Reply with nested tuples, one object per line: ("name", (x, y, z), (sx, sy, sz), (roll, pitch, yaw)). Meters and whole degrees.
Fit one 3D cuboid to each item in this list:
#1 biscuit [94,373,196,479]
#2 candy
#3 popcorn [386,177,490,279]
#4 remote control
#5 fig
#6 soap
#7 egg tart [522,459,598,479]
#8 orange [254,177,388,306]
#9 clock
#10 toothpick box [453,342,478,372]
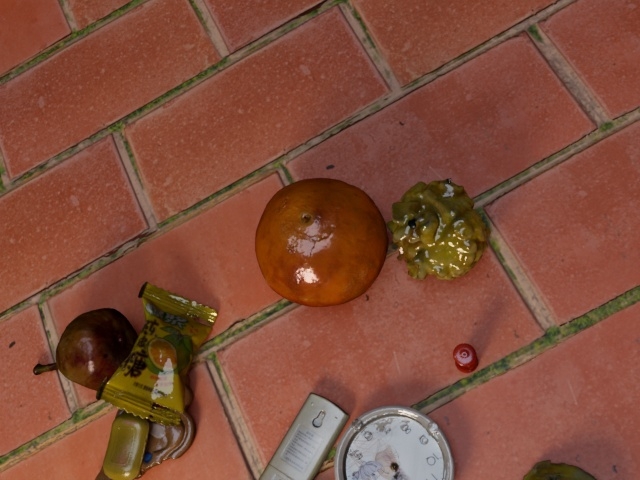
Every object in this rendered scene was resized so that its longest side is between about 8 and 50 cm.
("biscuit", (-0.377, 0.426, 1.634), (0.183, 0.047, 0.320), (36, 84, 26))
("candy", (-0.343, 0.239, 1.620), (0.187, 0.081, 0.297), (24, 53, -9))
("popcorn", (0.237, -0.019, 1.561), (0.189, 0.169, 0.218), (-29, 59, 2))
("remote control", (-0.037, 0.429, 1.543), (0.098, 0.038, 0.234), (27, 78, 22))
("fig", (-0.533, 0.235, 1.682), (0.290, 0.190, 0.191), (7, 72, 32))
("soap", (-0.406, 0.432, 1.591), (0.088, 0.045, 0.140), (5, 72, 15))
("egg tart", (0.438, 0.497, 1.369), (0.197, 0.078, 0.197), (-4, 71, 11))
("orange", (0.000, 0.000, 1.591), (0.283, 0.226, 0.284), (-4, 67, 9))
("clock", (0.144, 0.442, 1.481), (0.236, 0.053, 0.237), (-5, 68, 11))
("toothpick box", (0.287, 0.233, 1.502), (0.047, 0.083, 0.047), (-4, 70, 12))
